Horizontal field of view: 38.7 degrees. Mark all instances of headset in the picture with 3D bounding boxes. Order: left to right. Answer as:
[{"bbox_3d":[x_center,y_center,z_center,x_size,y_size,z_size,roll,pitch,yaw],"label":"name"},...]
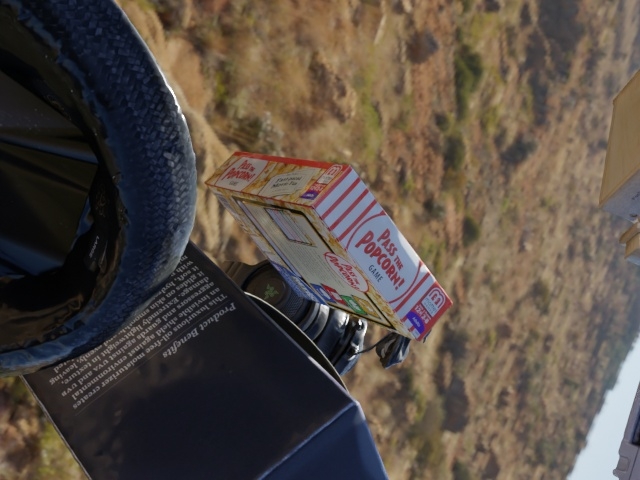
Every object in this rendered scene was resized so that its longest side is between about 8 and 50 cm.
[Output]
[{"bbox_3d":[-0.005,0.109,1.406,0.243,0.394,0.185,43,74,-37],"label":"headset"}]

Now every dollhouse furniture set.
[{"bbox_3d":[0.518,-0.078,1.029,0.303,0.355,0.174,114,-6,-61],"label":"dollhouse furniture set"}]

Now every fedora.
[{"bbox_3d":[-0.229,-0.079,0.524,0.152,0.333,0.334,-91,-167,-59],"label":"fedora"}]

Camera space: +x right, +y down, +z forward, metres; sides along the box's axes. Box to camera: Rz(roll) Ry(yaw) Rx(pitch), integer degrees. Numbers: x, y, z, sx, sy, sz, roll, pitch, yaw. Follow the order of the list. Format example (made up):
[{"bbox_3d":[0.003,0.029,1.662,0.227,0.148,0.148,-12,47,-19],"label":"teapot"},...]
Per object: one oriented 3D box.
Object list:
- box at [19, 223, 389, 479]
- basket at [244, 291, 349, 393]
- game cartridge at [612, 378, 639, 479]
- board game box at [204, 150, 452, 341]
[{"bbox_3d":[-0.084,0.181,0.758,0.182,0.294,0.296,-36,137,-15],"label":"box"},{"bbox_3d":[-0.108,0.209,1.076,0.227,0.204,0.154,-47,174,18],"label":"basket"},{"bbox_3d":[0.423,0.164,0.994,0.196,0.060,0.294,30,76,-39],"label":"game cartridge"},{"bbox_3d":[0.000,0.000,0.743,0.045,0.193,0.147,-46,118,-16],"label":"board game box"}]
